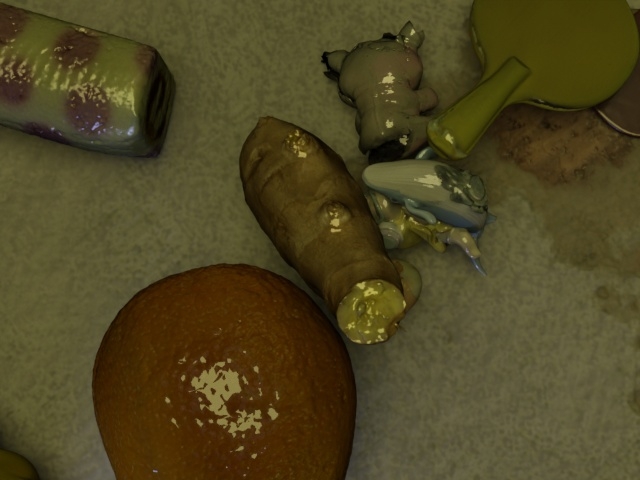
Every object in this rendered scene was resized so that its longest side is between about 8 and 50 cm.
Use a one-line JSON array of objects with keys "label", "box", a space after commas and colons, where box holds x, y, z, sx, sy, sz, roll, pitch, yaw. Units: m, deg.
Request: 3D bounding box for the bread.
[{"label": "bread", "box": [-0.368, -0.213, 1.582, 0.339, 0.187, 0.155, 15, 82, 5]}]

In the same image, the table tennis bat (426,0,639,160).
[{"label": "table tennis bat", "box": [0.261, -0.226, 1.532, 0.224, 0.054, 0.368, 40, 66, 7]}]

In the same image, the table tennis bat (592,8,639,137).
[{"label": "table tennis bat", "box": [0.394, -0.260, 1.609, 0.154, 0.021, 0.274, -36, 82, -2]}]

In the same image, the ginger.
[{"label": "ginger", "box": [-0.005, 0.018, 1.474, 0.166, 0.236, 0.375, 0, 50, -15]}]

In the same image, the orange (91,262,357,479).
[{"label": "orange", "box": [-0.109, 0.209, 1.434, 0.322, 0.322, 0.356, -13, 86, 3]}]

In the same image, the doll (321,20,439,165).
[{"label": "doll", "box": [0.082, -0.190, 1.580, 0.149, 0.095, 0.192, -24, 66, 26]}]

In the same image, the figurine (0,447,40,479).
[{"label": "figurine", "box": [-0.466, 0.319, 1.534, 0.327, 0.218, 0.169, 45, 47, 16]}]

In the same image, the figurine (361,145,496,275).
[{"label": "figurine", "box": [0.138, -0.037, 1.540, 0.209, 0.184, 0.128, 33, 53, -24]}]

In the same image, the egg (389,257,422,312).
[{"label": "egg", "box": [0.092, 0.065, 1.565, 0.071, 0.071, 0.083, 36, 105, 8]}]
